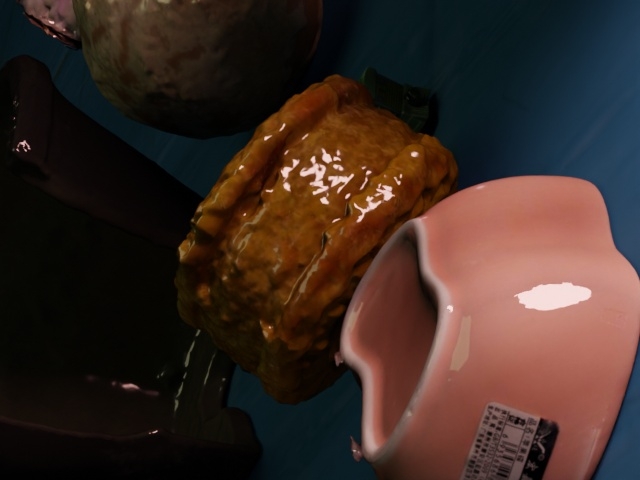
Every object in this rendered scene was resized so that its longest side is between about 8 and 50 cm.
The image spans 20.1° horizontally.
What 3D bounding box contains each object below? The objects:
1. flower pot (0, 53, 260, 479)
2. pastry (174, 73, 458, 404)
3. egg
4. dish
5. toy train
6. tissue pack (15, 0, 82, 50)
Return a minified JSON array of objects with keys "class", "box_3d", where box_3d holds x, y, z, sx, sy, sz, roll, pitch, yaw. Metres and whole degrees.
[{"class":"flower pot","box_3d":[-0.179,0.075,1.377,0.379,0.251,0.379,-164,90,-71]},{"class":"pastry","box_3d":[0.000,0.000,1.059,0.188,0.103,0.188,-49,-15,-18]},{"class":"egg","box_3d":[-0.099,-0.185,1.479,0.245,0.203,0.203,117,163,-62]},{"class":"dish","box_3d":[0.070,0.061,0.930,0.213,0.090,0.213,-54,26,42]},{"class":"toy train","box_3d":[0.033,-0.071,1.210,0.093,0.056,0.038,-53,22,38]},{"class":"tissue pack","box_3d":[-0.139,-0.312,1.677,0.245,0.123,0.332,-66,-10,22]}]
